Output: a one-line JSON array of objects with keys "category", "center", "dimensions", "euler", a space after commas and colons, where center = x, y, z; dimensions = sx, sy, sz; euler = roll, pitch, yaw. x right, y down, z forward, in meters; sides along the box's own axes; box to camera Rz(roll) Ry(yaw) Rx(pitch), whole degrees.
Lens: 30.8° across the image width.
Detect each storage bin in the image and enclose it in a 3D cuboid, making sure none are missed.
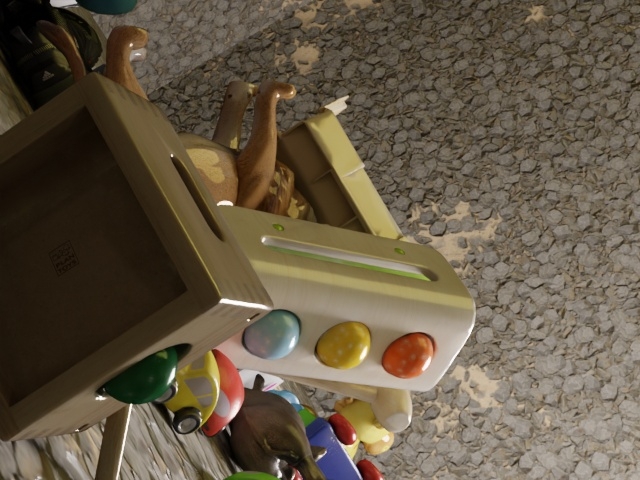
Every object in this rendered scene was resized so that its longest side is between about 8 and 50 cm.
[{"category": "storage bin", "center": [0.000, 0.000, 1.399], "dimensions": [0.260, 0.123, 0.262], "euler": [-32, -92, 47]}]

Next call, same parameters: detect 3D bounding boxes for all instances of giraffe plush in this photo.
[{"category": "giraffe plush", "center": [0.042, 0.303, 1.853], "dimensions": [0.181, 0.170, 0.210], "euler": [59, -2, 35]}]

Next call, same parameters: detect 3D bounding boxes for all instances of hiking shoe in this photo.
[{"category": "hiking shoe", "center": [-0.281, -0.215, 1.188], "dimensions": [0.114, 0.086, 0.227], "euler": [65, -4, -32]}]

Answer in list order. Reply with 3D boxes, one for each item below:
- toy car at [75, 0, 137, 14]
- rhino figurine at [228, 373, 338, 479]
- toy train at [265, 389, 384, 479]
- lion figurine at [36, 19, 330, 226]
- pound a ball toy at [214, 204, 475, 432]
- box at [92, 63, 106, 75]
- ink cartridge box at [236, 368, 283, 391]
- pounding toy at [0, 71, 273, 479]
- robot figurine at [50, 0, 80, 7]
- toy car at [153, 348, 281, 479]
[{"category": "toy car", "center": [-0.277, -0.322, 1.180], "dimensions": [0.238, 0.210, 0.219], "euler": [-84, -172, -57]}, {"category": "rhino figurine", "center": [-0.051, 0.192, 1.159], "dimensions": [0.106, 0.073, 0.243], "euler": [49, -3, -11]}, {"category": "toy train", "center": [0.005, 0.298, 1.461], "dimensions": [0.143, 0.105, 0.248], "euler": [34, -22, 53]}, {"category": "lion figurine", "center": [-0.137, -0.063, 1.174], "dimensions": [0.392, 0.240, 0.142], "euler": [13, -1, -43]}, {"category": "pound a ball toy", "center": [0.010, 0.107, 1.165], "dimensions": [0.319, 0.208, 0.136], "euler": [12, 31, -31]}, {"category": "box", "center": [-0.269, -0.129, 1.735], "dimensions": [0.183, 0.059, 0.233], "euler": [57, -4, 29]}, {"category": "ink cartridge box", "center": [-0.122, 0.105, 1.432], "dimensions": [0.176, 0.069, 0.371], "euler": [59, -4, 12]}, {"category": "pounding toy", "center": [-0.097, 0.029, 0.511], "dimensions": [0.141, 0.130, 0.100], "euler": [59, 10, 13]}, {"category": "robot figurine", "center": [-0.388, -0.464, 1.717], "dimensions": [0.278, 0.173, 0.209], "euler": [97, -29, -66]}, {"category": "toy car", "center": [-0.066, 0.168, 0.930], "dimensions": [0.225, 0.053, 0.239], "euler": [59, -2, 13]}]
